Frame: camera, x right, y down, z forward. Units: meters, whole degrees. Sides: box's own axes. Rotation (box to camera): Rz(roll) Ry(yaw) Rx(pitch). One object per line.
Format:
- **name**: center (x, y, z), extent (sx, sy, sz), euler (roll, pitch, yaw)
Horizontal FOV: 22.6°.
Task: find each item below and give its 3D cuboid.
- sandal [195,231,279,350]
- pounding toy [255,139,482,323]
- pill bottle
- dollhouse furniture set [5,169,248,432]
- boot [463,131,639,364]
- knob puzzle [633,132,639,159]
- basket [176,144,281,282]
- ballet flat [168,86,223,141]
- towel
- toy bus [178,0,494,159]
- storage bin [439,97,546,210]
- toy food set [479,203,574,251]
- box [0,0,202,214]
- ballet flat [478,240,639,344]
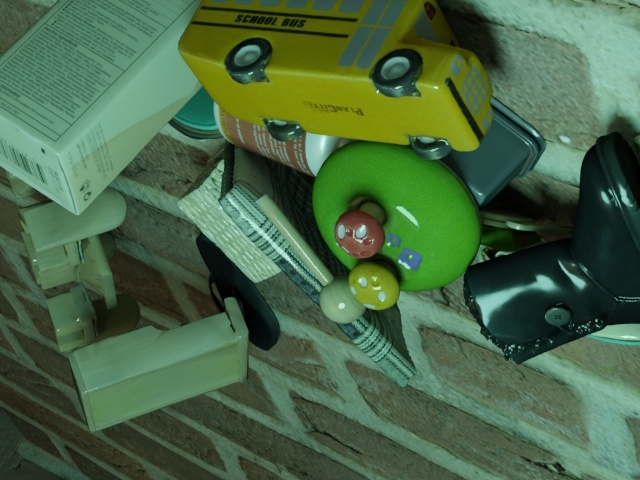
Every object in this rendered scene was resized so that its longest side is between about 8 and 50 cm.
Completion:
- **sandal**: center (-0.136, 0.081, 2.417), extent (0.097, 0.054, 0.254), euler (22, 150, 38)
- **pounding toy**: center (0.040, 0.009, 1.616), extent (0.237, 0.110, 0.183), euler (-25, 112, 43)
- **pill bottle**: center (-0.003, -0.131, 1.746), extent (0.216, 0.121, 0.121), euler (24, 152, 36)
- **dollhouse furniture set**: center (-0.293, 0.049, 2.431), extent (0.362, 0.256, 0.394), euler (95, 154, -62)
- **boot**: center (0.232, 0.019, 1.554), extent (0.207, 0.094, 0.246), euler (-16, 134, 18)
- **knob puzzle**: center (0.374, -0.006, 1.446), extent (0.213, 0.030, 0.213), euler (41, 156, 23)
- **basket**: center (-0.091, -0.038, 2.073), extent (0.167, 0.103, 0.113), euler (46, 156, -8)
- **ballet flat**: center (-0.170, -0.183, 1.974), extent (0.280, 0.095, 0.096), euler (36, 169, 39)
- **towel**: center (0.000, 0.000, 1.888), extent (0.312, 0.056, 0.324), euler (46, -169, -15)
- **toy bus**: center (0.018, -0.173, 1.580), extent (0.332, 0.130, 0.108), euler (9, 149, 36)
- **storage bin**: center (0.142, -0.091, 1.628), extent (0.135, 0.091, 0.098), euler (39, 157, 8)
- **toy food set**: center (0.167, -0.018, 1.701), extent (0.132, 0.039, 0.192), euler (4, -169, -46)
- **box**: center (-0.220, -0.195, 1.731), extent (0.148, 0.311, 0.121), euler (33, 155, 22)
- **ballet flat**: center (0.262, 0.046, 1.709), extent (0.248, 0.086, 0.086), euler (16, 146, 48)
